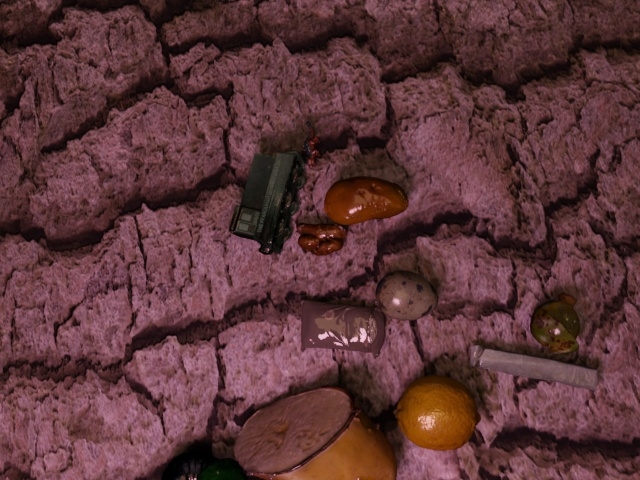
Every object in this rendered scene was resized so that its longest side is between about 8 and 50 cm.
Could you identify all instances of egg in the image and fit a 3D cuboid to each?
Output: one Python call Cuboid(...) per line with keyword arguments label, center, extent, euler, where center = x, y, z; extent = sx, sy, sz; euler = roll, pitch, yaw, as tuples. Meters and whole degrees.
Cuboid(label="egg", center=(0.244, 0.156, 1.435), extent=(0.181, 0.141, 0.141), euler=(10, 82, -9))

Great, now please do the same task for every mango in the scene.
Cuboid(label="mango", center=(0.132, -0.114, 1.484), extent=(0.248, 0.151, 0.156), euler=(3, 47, 11))

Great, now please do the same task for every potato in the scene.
Cuboid(label="potato", center=(0.002, 0.594, 1.350), extent=(0.396, 0.290, 0.296), euler=(-27, 107, 16))

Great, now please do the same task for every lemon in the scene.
Cuboid(label="lemon", center=(0.309, 0.457, 1.352), extent=(0.230, 0.192, 0.193), euler=(2, 81, 6))

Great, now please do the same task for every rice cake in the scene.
Cuboid(label="rice cake", center=(0.582, 0.348, 1.400), extent=(0.335, 0.063, 0.066), euler=(10, 79, 8))

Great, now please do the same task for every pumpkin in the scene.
Cuboid(label="pumpkin", center=(-0.353, 0.695, 1.424), extent=(0.201, 0.140, 0.202), euler=(1, 80, -8))

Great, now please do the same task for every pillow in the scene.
Cuboid(label="pillow", center=(0.060, 0.255, 1.483), extent=(0.254, 0.059, 0.169), euler=(2, 84, 7))

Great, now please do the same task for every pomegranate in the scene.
Cuboid(label="pomegranate", center=(0.638, 0.227, 1.389), extent=(0.143, 0.122, 0.169), euler=(33, 48, -17))

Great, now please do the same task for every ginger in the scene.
Cuboid(label="ginger", center=(0.000, 0.000, 1.526), extent=(0.161, 0.073, 0.103), euler=(4, 68, 14))

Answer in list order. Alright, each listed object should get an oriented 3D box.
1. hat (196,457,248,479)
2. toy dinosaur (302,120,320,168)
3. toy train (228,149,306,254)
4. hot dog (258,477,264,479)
Cuboid(label="hat", center=(-0.138, 0.731, 1.311), extent=(0.285, 0.285, 0.401), euler=(-26, 83, 2))
Cuboid(label="toy dinosaur", center=(-0.028, -0.298, 1.587), extent=(0.055, 0.049, 0.154), euler=(-7, 85, 9))
Cuboid(label="toy train", center=(-0.157, -0.124, 1.533), extent=(0.178, 0.138, 0.331), euler=(12, 82, 13))
Cuboid(label="hot dog", center=(-0.092, 0.685, 1.434), extent=(0.192, 0.053, 0.099), euler=(33, 81, 9))
